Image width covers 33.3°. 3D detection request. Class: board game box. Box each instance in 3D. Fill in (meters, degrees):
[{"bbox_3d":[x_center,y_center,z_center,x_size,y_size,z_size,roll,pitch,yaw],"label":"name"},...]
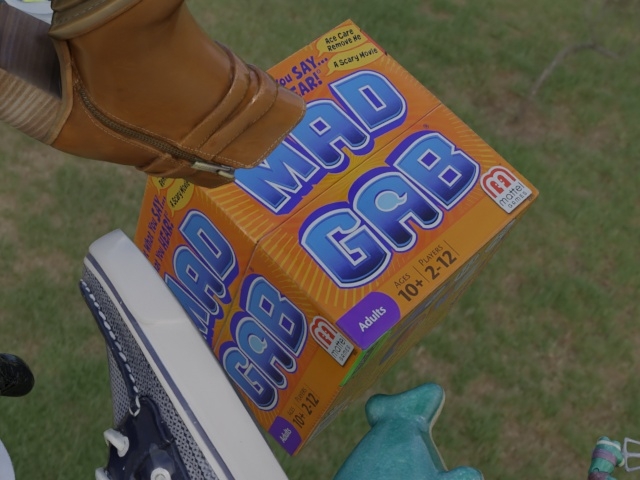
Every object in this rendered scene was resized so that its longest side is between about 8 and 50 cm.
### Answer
[{"bbox_3d":[0.000,0.000,1.461,0.356,0.356,0.356,44,57,12],"label":"board game box"}]

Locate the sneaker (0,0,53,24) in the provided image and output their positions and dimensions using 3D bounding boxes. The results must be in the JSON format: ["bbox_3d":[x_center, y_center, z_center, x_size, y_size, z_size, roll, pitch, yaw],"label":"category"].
[{"bbox_3d":[-0.343,-0.238,1.104,0.384,0.145,0.147,15,44,-47],"label":"sneaker"}]

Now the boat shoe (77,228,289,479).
[{"bbox_3d":[-0.104,0.157,0.657,0.158,0.127,0.340,-32,64,-7],"label":"boat shoe"}]

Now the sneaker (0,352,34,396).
[{"bbox_3d":[-0.349,0.144,1.105,0.089,0.051,0.170,55,3,41],"label":"sneaker"}]

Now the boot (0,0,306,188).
[{"bbox_3d":[-0.064,-0.088,0.511,0.152,0.197,0.073,22,63,-34],"label":"boot"}]

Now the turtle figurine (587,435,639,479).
[{"bbox_3d":[0.297,0.287,1.078,0.118,0.234,0.175,7,63,-54],"label":"turtle figurine"}]

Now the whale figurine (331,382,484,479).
[{"bbox_3d":[0.070,0.267,1.170,0.141,0.216,0.272,45,41,-38],"label":"whale figurine"}]

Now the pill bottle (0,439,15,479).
[{"bbox_3d":[-0.340,0.253,0.778,0.181,0.323,0.181,25,37,-21],"label":"pill bottle"}]
